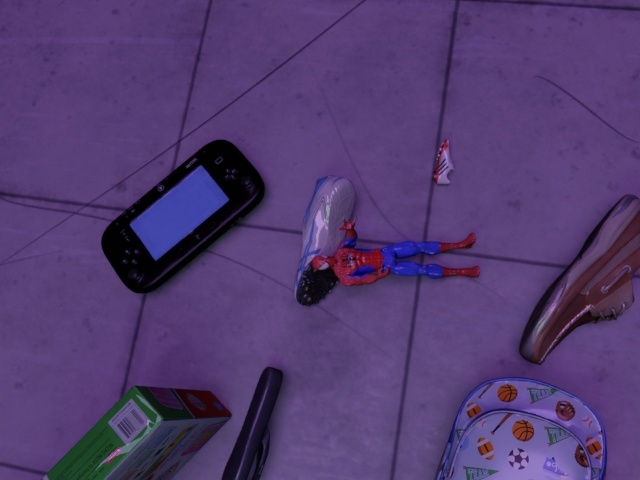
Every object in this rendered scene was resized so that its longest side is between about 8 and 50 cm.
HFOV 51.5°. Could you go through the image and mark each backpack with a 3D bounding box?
[{"bbox_3d":[0.296,0.339,0.987,0.276,0.213,0.264,14,69,15],"label":"backpack"}]

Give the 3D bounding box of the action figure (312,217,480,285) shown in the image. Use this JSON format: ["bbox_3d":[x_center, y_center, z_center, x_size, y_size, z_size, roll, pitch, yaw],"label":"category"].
[{"bbox_3d":[0.126,0.022,1.094,0.280,0.139,0.092,-4,74,-1],"label":"action figure"}]

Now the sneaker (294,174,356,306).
[{"bbox_3d":[0.000,0.000,1.182,0.086,0.085,0.237,13,86,54],"label":"sneaker"}]

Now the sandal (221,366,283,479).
[{"bbox_3d":[-0.106,0.341,1.105,0.054,0.097,0.255,23,81,-13],"label":"sandal"}]

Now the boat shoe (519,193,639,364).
[{"bbox_3d":[0.445,0.076,1.064,0.116,0.123,0.324,38,87,13],"label":"boat shoe"}]

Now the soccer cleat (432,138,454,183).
[{"bbox_3d":[0.227,-0.141,1.198,0.035,0.029,0.083,13,82,3],"label":"soccer cleat"}]

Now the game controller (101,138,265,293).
[{"bbox_3d":[-0.257,-0.048,1.232,0.319,0.067,0.166,-40,74,-3],"label":"game controller"}]

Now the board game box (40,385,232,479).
[{"bbox_3d":[-0.283,0.334,1.014,0.242,0.316,0.064,-45,74,-4],"label":"board game box"}]
